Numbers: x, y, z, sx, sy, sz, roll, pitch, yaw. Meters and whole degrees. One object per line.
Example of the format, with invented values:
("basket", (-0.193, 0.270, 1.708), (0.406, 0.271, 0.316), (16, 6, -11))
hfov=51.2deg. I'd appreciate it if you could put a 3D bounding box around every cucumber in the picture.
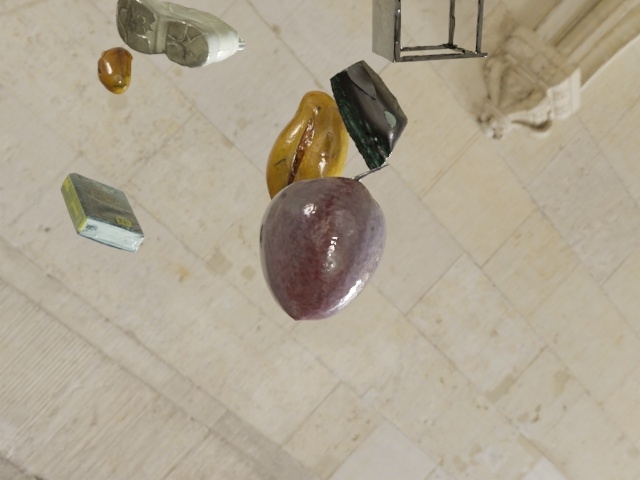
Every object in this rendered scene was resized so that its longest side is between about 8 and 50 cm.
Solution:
("cucumber", (0.101, -0.239, 1.238), (0.193, 0.115, 0.086), (59, -14, 0))

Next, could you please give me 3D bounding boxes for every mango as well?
("mango", (-0.030, -0.191, 1.506), (0.177, 0.295, 0.120), (20, 10, 23))
("mango", (-0.417, -0.343, 1.355), (0.063, 0.077, 0.127), (23, 37, -43))

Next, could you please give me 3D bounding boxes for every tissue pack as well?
("tissue pack", (-0.630, -0.079, 1.922), (0.185, 0.081, 0.257), (24, 18, -42))

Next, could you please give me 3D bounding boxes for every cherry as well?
("cherry", (0.000, 0.000, 1.032), (0.183, 0.266, 0.213), (29, -20, -25))

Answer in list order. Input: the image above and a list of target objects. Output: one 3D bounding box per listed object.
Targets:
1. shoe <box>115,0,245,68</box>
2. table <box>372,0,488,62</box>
("shoe", (-0.354, -0.532, 1.703), (0.342, 0.132, 0.210), (27, 29, 23))
("table", (0.301, -0.682, 1.842), (0.222, 0.272, 0.335), (-119, -155, -64))
